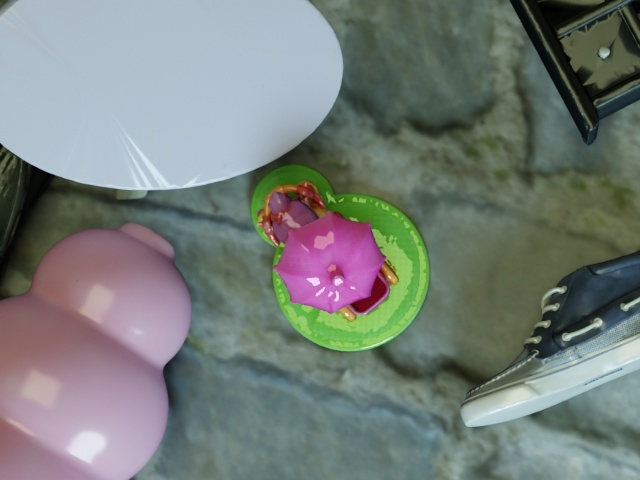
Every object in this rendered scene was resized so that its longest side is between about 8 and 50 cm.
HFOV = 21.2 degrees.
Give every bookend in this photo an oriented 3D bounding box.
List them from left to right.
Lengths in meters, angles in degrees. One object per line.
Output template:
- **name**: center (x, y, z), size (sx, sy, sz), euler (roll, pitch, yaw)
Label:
- **bookend**: center (0.245, -0.183, 1.358), size (0.156, 0.072, 0.157), euler (-26, 81, 4)

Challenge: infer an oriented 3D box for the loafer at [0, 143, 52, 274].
- **loafer**: center (-0.293, -0.001, 1.408), size (0.076, 0.078, 0.223), euler (28, 88, 11)

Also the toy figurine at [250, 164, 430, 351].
- **toy figurine**: center (0.000, 0.000, 1.326), size (0.130, 0.159, 0.173), euler (-40, 79, 2)

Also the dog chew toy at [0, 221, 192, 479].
- **dog chew toy**: center (-0.214, 0.137, 1.329), size (0.207, 0.206, 0.331), euler (28, 79, 10)

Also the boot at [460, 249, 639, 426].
- **boot**: center (0.188, 0.077, 1.344), size (0.190, 0.069, 0.086), euler (-21, 74, -3)

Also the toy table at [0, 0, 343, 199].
- **toy table**: center (-0.137, -0.139, 1.327), size (0.274, 0.161, 0.252), euler (7, 103, -18)
